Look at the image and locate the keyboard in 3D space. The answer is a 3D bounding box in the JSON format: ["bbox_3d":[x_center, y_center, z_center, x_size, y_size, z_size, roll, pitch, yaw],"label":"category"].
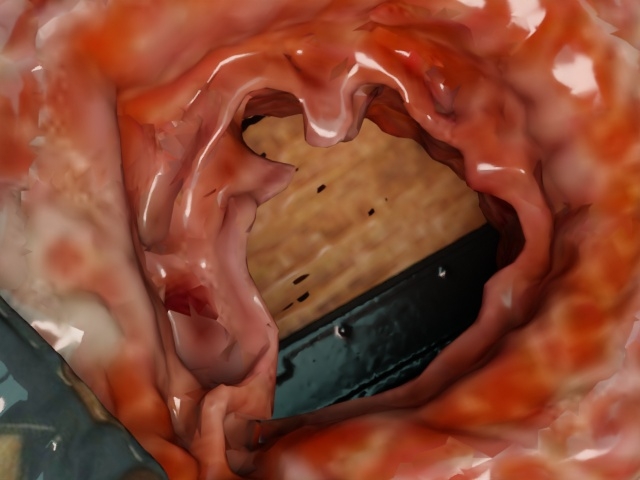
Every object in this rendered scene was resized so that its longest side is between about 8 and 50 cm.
[{"bbox_3d":[0.057,0.032,0.614,0.198,0.010,0.063,-29,86,-12],"label":"keyboard"}]

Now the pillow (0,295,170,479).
[{"bbox_3d":[-0.171,0.093,0.386,0.189,0.034,0.255,40,74,6],"label":"pillow"}]

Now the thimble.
[{"bbox_3d":[0.000,0.000,0.524,0.239,0.162,0.239,2,77,-8],"label":"thimble"}]
